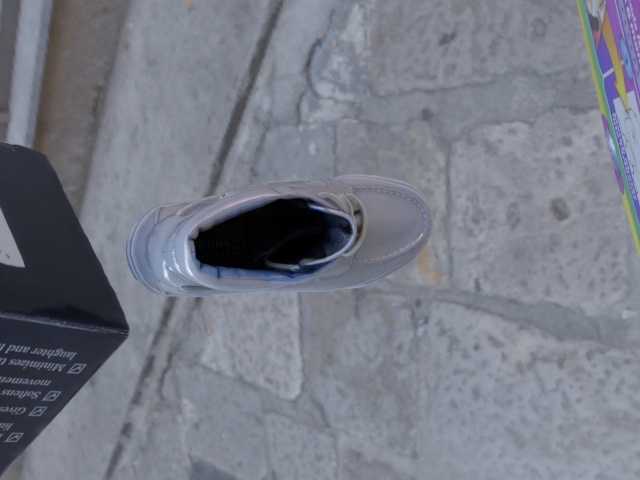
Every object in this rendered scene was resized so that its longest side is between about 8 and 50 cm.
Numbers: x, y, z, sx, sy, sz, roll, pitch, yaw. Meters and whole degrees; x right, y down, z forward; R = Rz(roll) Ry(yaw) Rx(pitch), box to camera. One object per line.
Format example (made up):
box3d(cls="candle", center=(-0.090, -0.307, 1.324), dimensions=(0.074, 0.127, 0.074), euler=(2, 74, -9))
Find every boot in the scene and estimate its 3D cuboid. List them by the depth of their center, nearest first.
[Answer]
box3d(cls="boot", center=(0.000, 0.000, 0.655), dimensions=(0.123, 0.258, 0.095), euler=(1, 100, 61))

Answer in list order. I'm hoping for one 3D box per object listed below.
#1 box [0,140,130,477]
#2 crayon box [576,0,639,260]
box3d(cls="box", center=(-0.391, 0.099, 0.648), dimensions=(0.395, 0.294, 0.212), euler=(-46, 56, 17))
box3d(cls="crayon box", center=(0.190, -0.050, 0.376), dimensions=(0.106, 0.313, 0.362), euler=(-14, 93, 12))
